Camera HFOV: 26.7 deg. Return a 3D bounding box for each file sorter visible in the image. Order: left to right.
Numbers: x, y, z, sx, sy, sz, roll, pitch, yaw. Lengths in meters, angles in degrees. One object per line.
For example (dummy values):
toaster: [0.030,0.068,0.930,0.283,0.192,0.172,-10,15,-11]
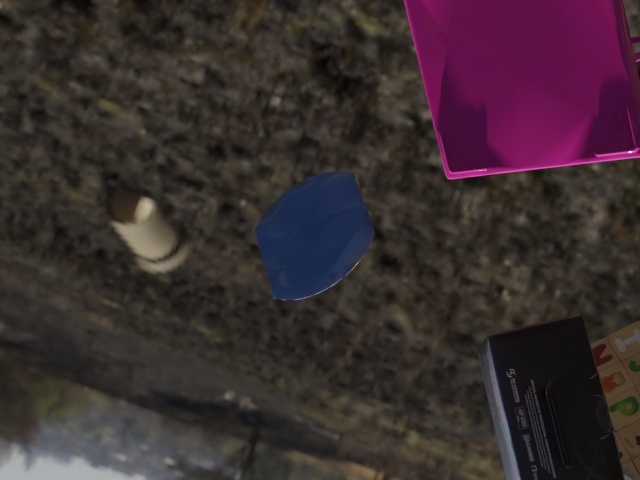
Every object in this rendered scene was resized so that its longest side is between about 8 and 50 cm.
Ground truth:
file sorter: [0.210,-0.229,1.236,0.202,0.291,0.182,-5,-165,38]

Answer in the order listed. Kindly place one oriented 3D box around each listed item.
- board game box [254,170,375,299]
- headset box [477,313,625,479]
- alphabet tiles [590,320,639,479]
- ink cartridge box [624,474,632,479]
board game box: [0.000,0.000,1.491,0.033,0.133,0.169,47,-163,-43]
headset box: [0.254,0.204,1.497,0.110,0.218,0.293,-13,172,2]
alphabet tiles: [0.479,0.238,1.996,0.011,0.342,0.285,57,-171,-39]
ink cartridge box: [0.266,0.440,1.729,0.131,0.306,0.226,27,143,26]
